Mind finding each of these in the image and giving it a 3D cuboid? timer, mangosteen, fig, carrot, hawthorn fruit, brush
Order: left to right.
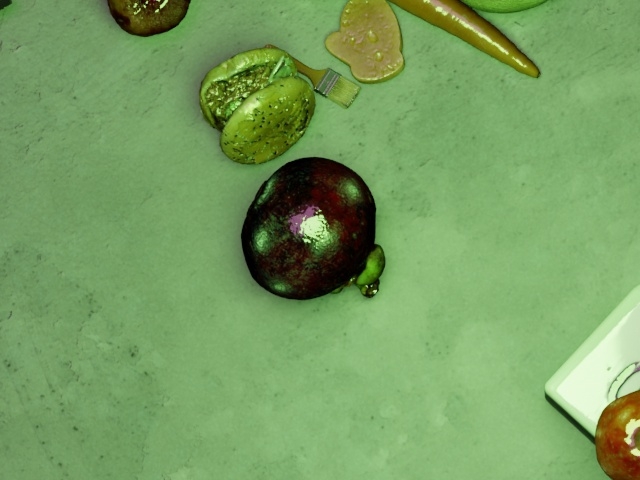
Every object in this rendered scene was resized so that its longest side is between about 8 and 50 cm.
[{"bbox_3d":[-0.293,-0.397,2.038,0.201,0.134,0.146,23,115,54],"label":"fig"},{"bbox_3d":[-0.017,-0.257,1.996,0.170,0.014,0.043,32,85,15],"label":"brush"},{"bbox_3d":[-0.004,-0.010,1.845,0.216,0.216,0.216,-2,79,10],"label":"mangosteen"},{"bbox_3d":[0.188,-0.339,1.951,0.336,0.069,0.069,37,87,11],"label":"carrot"},{"bbox_3d":[0.387,0.240,1.575,0.125,0.140,0.125,-8,78,44],"label":"hawthorn fruit"},{"bbox_3d":[0.430,0.197,1.735,0.192,0.194,0.195,43,88,14],"label":"timer"}]

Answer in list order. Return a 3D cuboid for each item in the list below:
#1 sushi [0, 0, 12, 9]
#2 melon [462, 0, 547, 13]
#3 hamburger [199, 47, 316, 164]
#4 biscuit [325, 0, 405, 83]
[{"bbox_3d":[-0.583,-0.424,2.122,0.139,0.031,0.201,-25,73,5],"label":"sushi"},{"bbox_3d":[0.265,-0.401,1.907,0.192,0.139,0.139,1,79,0],"label":"melon"},{"bbox_3d":[-0.088,-0.197,1.909,0.177,0.185,0.113,-7,60,-36],"label":"hamburger"},{"bbox_3d":[0.066,-0.305,1.985,0.118,0.023,0.140,-6,79,9],"label":"biscuit"}]
